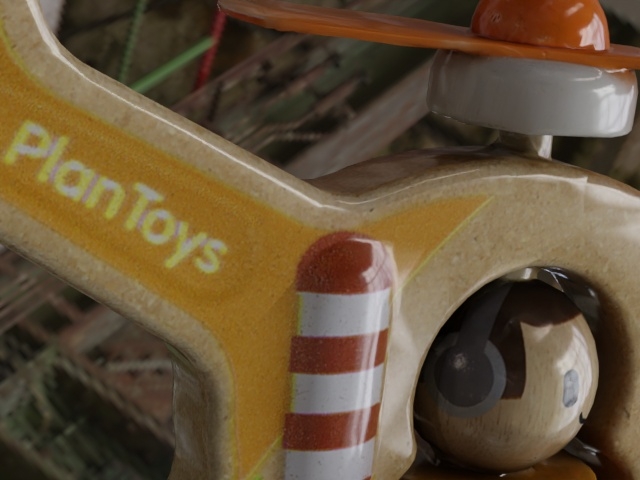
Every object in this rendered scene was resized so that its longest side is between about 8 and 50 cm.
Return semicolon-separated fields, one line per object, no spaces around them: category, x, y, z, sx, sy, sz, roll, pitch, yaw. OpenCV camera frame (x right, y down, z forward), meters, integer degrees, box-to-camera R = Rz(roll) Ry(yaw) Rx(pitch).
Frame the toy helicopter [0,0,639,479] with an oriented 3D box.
toy helicopter;0.000;0.000;0.513;0.355;0.235;0.140;31;1;-33
